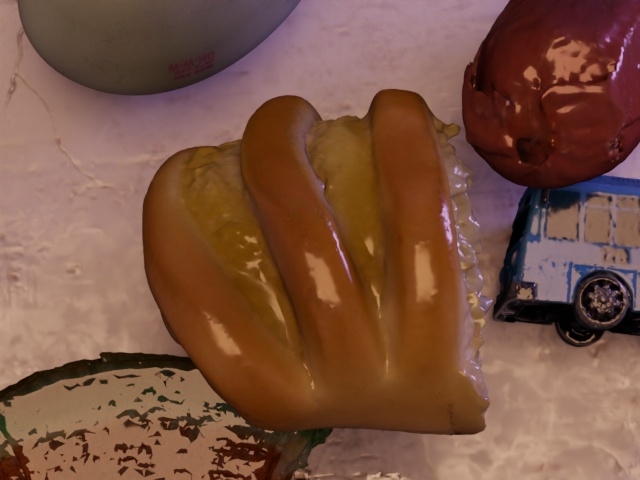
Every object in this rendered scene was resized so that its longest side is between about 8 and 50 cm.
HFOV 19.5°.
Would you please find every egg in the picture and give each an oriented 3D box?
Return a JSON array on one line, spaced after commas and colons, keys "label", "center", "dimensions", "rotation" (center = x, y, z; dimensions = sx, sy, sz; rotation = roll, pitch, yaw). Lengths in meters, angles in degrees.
[{"label": "egg", "center": [-0.120, -0.221, 1.519], "dimensions": [0.264, 0.183, 0.183], "rotation": [-26, 79, -16]}]

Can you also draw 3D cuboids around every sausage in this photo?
[{"label": "sausage", "center": [0.207, -0.144, 1.488], "dimensions": [0.152, 0.152, 0.279], "rotation": [30, 38, 5]}]

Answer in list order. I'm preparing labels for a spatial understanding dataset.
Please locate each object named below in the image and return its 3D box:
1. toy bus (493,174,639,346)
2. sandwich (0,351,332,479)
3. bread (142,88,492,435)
[{"label": "toy bus", "center": [0.264, 0.019, 1.513], "dimensions": [0.234, 0.116, 0.133], "rotation": [7, 79, -2]}, {"label": "sandwich", "center": [-0.142, 0.180, 1.462], "dimensions": [0.292, 0.109, 0.212], "rotation": [17, 76, 1]}, {"label": "bread", "center": [0.000, 0.000, 1.408], "dimensions": [0.270, 0.315, 0.211], "rotation": [5, 118, -2]}]
